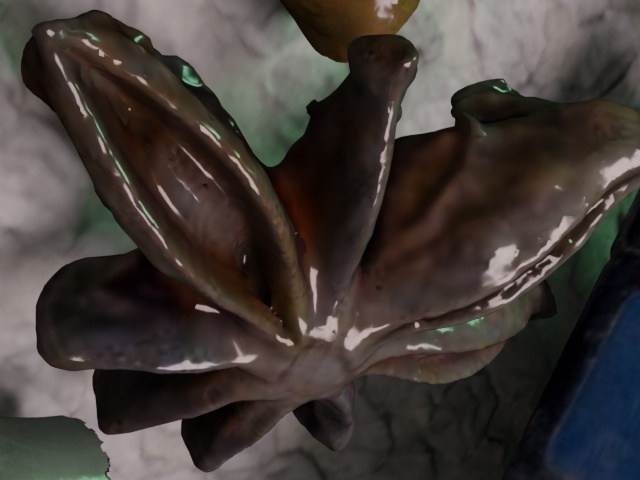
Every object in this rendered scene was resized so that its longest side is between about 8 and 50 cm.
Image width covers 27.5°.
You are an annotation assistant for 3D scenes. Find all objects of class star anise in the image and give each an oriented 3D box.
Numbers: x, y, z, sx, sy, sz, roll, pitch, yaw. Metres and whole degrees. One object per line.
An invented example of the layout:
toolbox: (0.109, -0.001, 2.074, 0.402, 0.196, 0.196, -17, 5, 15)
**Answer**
star anise: (0.004, 0.000, 0.488, 0.257, 0.110, 0.198, -3, 137, -28)

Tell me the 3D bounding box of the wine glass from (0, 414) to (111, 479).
wine glass: (-0.163, 0.092, 0.415, 0.195, 0.079, 0.079, 5, 111, -43)

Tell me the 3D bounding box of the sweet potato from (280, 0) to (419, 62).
sweet potato: (-0.047, -0.181, 0.337, 0.109, 0.109, 0.385, -53, 142, -4)

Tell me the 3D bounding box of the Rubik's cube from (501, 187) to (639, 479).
Rubik's cube: (0.279, 0.174, 0.609, 0.362, 0.363, 0.359, -61, 152, -11)
